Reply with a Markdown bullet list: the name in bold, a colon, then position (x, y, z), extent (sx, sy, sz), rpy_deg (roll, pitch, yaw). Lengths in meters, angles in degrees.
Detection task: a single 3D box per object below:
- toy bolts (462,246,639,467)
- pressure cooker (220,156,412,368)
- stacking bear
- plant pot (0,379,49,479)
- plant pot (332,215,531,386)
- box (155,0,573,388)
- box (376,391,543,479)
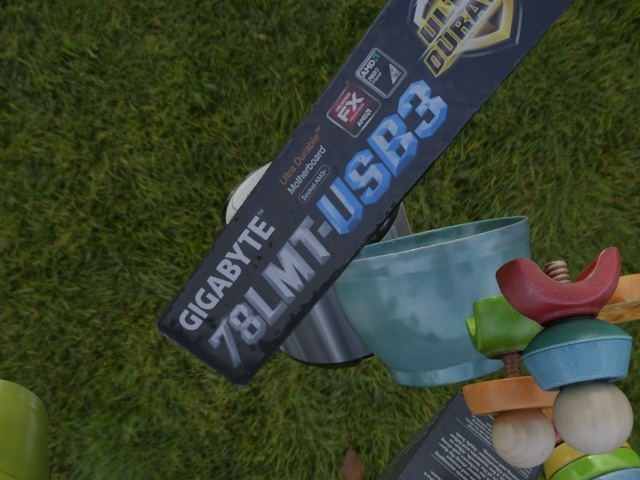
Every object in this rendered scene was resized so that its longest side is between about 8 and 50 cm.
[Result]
- **toy bolts**: position (0.239, 0.112, 0.659), extent (0.219, 0.228, 0.158), rpy_deg (-9, 71, 5)
- **pressure cooker**: position (0.006, 0.000, 1.482), extent (0.376, 0.420, 0.369), rpy_deg (-18, 39, 5)
- **stacking bear**: position (0.420, 0.353, 1.159), extent (0.175, 0.164, 0.288), rpy_deg (-40, 46, 26)
- **plant pot**: position (-0.723, 0.489, 1.534), extent (0.367, 0.353, 0.366), rpy_deg (-3, 124, -4)
- **plant pot**: position (0.168, 0.091, 1.050), extent (0.293, 0.293, 0.196), rpy_deg (-13, 92, 3)
- **box**: position (0.041, -0.089, 0.482), extent (0.073, 0.293, 0.295), rpy_deg (36, 119, -5)
- **box**: position (0.184, 0.522, 1.340), extent (0.212, 0.293, 0.395), rpy_deg (40, 43, 12)
